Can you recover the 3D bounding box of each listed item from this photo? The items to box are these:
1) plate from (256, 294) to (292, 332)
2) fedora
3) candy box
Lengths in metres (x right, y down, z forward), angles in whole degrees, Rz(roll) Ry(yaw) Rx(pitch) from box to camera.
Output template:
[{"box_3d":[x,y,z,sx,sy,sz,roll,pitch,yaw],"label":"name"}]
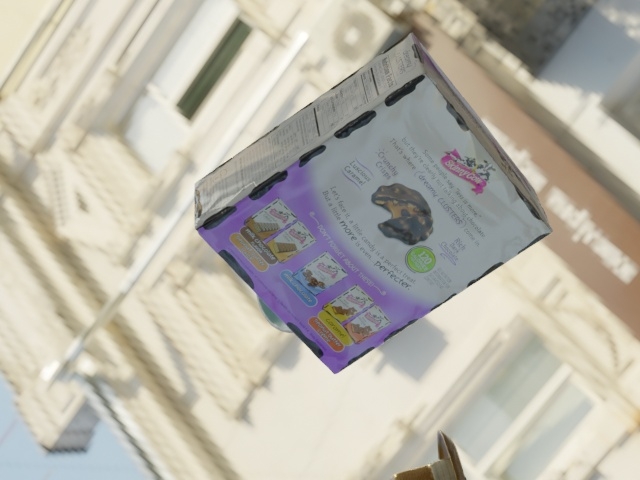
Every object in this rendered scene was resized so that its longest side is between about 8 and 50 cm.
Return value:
[{"box_3d":[0.000,0.000,1.466,0.024,0.188,0.188,21,-155,-33],"label":"plate"},{"box_3d":[0.110,0.292,1.569,0.079,0.194,0.194,-7,-152,-2],"label":"fedora"},{"box_3d":[0.037,-0.023,1.099,0.165,0.196,0.070,49,-164,-28],"label":"candy box"}]
